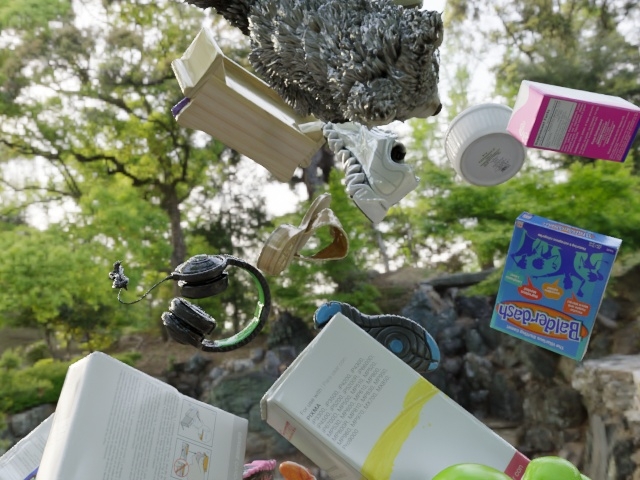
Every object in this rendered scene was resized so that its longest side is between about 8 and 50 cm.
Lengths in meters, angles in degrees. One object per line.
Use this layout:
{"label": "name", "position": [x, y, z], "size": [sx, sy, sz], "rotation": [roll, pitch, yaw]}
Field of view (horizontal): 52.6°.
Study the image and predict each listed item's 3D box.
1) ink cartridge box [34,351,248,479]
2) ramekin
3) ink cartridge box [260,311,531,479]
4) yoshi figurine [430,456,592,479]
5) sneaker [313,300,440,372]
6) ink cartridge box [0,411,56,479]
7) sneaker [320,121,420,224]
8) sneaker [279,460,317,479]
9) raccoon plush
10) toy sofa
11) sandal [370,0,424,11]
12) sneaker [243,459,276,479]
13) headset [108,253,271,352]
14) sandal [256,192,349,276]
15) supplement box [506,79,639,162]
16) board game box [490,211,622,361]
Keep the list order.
{"label": "ink cartridge box", "position": [-0.217, 0.322, 0.794], "size": [0.066, 0.296, 0.261], "rotation": [-29, -49, 31]}
{"label": "ramekin", "position": [0.424, -0.234, 1.644], "size": [0.207, 0.109, 0.207], "rotation": [-1, -50, -2]}
{"label": "ink cartridge box", "position": [0.112, 0.305, 0.931], "size": [0.384, 0.160, 0.279], "rotation": [37, -20, 9]}
{"label": "yoshi figurine", "position": [0.114, 0.349, 0.567], "size": [0.203, 0.362, 0.203], "rotation": [26, -19, 27]}
{"label": "sneaker", "position": [0.145, 0.257, 1.697], "size": [0.341, 0.125, 0.140], "rotation": [22, -26, 5]}
{"label": "ink cartridge box", "position": [-0.477, 0.411, 0.968], "size": [0.175, 0.069, 0.371], "rotation": [15, 45, 45]}
{"label": "sneaker", "position": [0.086, -0.159, 1.148], "size": [0.118, 0.292, 0.110], "rotation": [-35, -42, 15]}
{"label": "sneaker", "position": [-0.034, 0.591, 1.516], "size": [0.067, 0.175, 0.064], "rotation": [-30, -21, -52]}
{"label": "raccoon plush", "position": [-0.036, -0.280, 0.914], "size": [0.446, 0.216, 0.299], "rotation": [12, 13, -9]}
{"label": "toy sofa", "position": [-0.163, -0.296, 1.468], "size": [0.362, 0.150, 0.177], "rotation": [26, -66, -39]}
{"label": "sandal", "position": [0.135, -0.530, 1.322], "size": [0.120, 0.086, 0.303], "rotation": [-18, 32, -5]}
{"label": "sneaker", "position": [-0.101, 0.373, 1.000], "size": [0.047, 0.057, 0.119], "rotation": [-5, -13, 20]}
{"label": "headset", "position": [-0.322, 0.138, 1.618], "size": [0.394, 0.243, 0.185], "rotation": [14, 5, -28]}
{"label": "sandal", "position": [-0.002, 0.006, 0.871], "size": [0.079, 0.088, 0.240], "rotation": [28, 23, 10]}
{"label": "supplement box", "position": [0.508, -0.240, 1.300], "size": [0.220, 0.114, 0.111], "rotation": [9, 26, -11]}
{"label": "board game box", "position": [0.383, 0.076, 1.073], "size": [0.160, 0.210, 0.047], "rotation": [19, 28, 28]}
